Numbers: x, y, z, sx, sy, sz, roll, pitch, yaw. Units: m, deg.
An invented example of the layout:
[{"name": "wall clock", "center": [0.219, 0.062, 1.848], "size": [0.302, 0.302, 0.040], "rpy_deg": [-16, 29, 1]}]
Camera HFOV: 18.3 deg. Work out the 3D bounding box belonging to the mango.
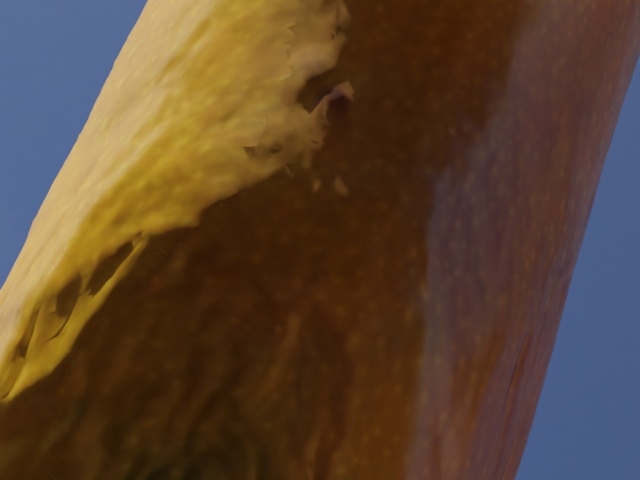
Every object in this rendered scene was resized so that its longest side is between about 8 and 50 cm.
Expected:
[{"name": "mango", "center": [0.000, -0.002, 0.537], "size": [0.144, 0.187, 0.359], "rpy_deg": [26, -94, -16]}]
